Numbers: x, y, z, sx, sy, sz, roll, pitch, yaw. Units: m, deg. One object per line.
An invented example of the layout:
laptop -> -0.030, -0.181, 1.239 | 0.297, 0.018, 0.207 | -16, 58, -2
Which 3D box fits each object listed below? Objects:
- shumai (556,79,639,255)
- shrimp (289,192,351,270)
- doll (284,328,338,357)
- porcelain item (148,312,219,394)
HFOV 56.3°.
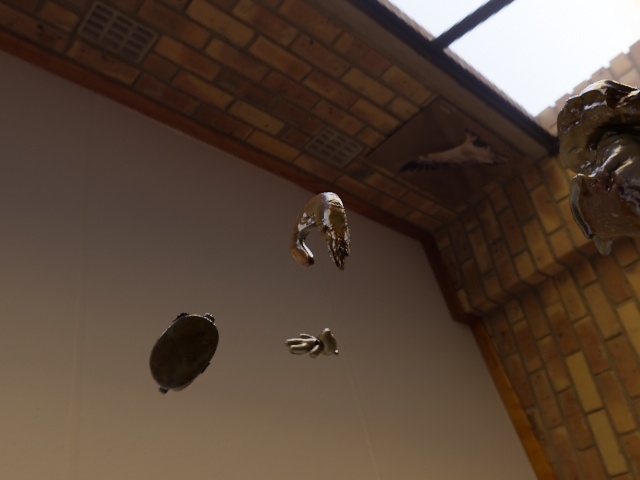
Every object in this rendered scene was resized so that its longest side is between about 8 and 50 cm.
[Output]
shumai -> 0.371, -0.062, 0.677 | 0.218, 0.184, 0.186 | 21, -93, -17
shrimp -> -0.005, -0.004, 0.759 | 0.045, 0.095, 0.162 | 52, -166, -35
doll -> -0.014, 0.191, 1.066 | 0.093, 0.051, 0.061 | -17, -147, -18
porcelain item -> -0.145, 0.124, 0.649 | 0.054, 0.213, 0.084 | 40, -107, 0
